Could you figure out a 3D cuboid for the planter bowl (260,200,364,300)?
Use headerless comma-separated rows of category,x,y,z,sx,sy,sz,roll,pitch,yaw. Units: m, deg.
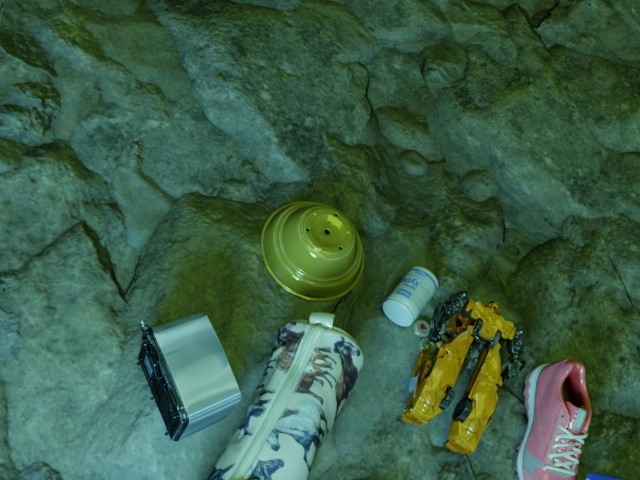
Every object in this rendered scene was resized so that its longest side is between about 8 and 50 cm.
planter bowl,0.000,0.000,1.549,0.217,0.090,0.217,9,61,-17

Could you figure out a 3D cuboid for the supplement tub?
supplement tub,0.177,0.108,1.576,0.071,0.071,0.107,41,56,2

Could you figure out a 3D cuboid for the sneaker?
sneaker,0.446,0.364,1.513,0.116,0.136,0.314,16,60,-13

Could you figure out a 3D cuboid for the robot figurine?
robot figurine,0.272,0.239,1.524,0.211,0.085,0.291,34,62,-7

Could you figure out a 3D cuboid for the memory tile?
memory tile,0.259,0.202,1.595,0.148,0.012,0.113,-5,67,-24

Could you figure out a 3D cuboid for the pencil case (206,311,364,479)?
pencil case,-0.068,0.313,1.302,0.160,0.183,0.410,21,54,11

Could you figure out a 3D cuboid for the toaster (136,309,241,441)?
toaster,-0.218,0.215,1.298,0.110,0.186,0.168,-20,73,-24

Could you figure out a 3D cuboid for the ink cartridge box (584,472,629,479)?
ink cartridge box,0.559,0.589,1.396,0.395,0.151,0.270,31,75,-7
